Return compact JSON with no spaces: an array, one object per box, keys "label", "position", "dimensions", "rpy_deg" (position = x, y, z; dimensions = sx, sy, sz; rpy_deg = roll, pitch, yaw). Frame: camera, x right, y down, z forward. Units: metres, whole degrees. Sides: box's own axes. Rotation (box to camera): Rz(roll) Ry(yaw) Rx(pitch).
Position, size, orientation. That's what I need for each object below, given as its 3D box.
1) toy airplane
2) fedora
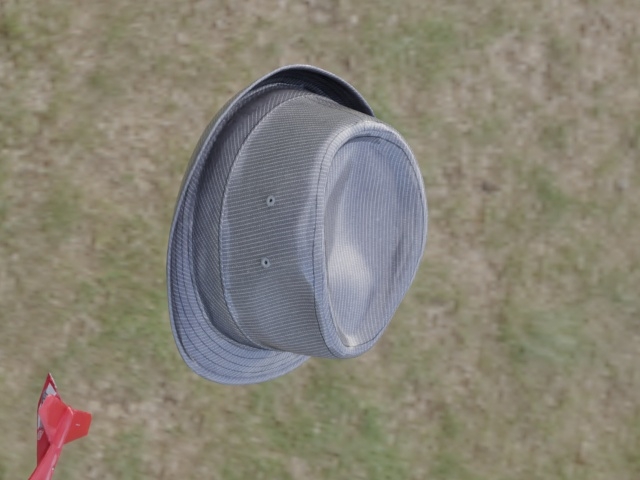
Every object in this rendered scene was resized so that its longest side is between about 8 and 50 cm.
[{"label":"toy airplane","position":[-0.184,0.160,1.033],"dimensions":[0.151,0.028,0.151],"rpy_deg":[9,90,-68]},{"label":"fedora","position":[0.000,0.000,1.307],"dimensions":[0.243,0.124,0.276],"rpy_deg":[4,98,-46]}]
